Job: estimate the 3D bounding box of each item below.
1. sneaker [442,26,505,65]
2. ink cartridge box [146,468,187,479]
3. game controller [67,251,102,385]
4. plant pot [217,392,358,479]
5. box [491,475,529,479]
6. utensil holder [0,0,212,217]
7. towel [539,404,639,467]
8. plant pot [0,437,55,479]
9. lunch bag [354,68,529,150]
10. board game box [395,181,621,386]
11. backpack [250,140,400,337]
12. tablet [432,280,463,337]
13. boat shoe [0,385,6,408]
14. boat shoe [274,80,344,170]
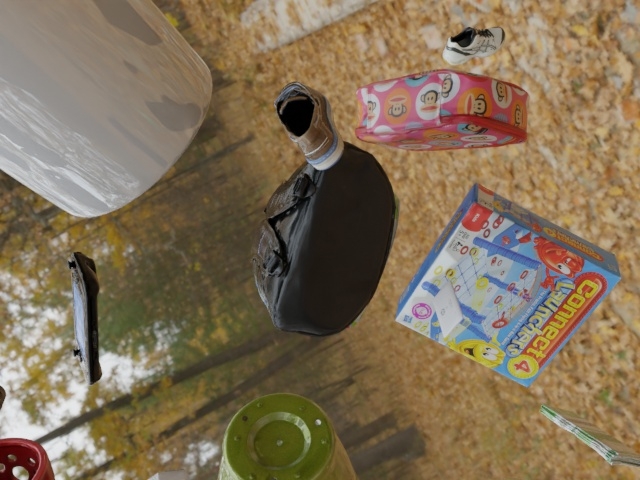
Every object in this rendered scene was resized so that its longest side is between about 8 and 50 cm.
[{"bbox_3d":[0.179,-0.228,0.825,0.032,0.083,0.037,54,162,28],"label":"sneaker"},{"bbox_3d":[-0.268,0.447,1.227,0.122,0.052,0.088,-43,52,46],"label":"ink cartridge box"},{"bbox_3d":[-0.560,0.188,1.719,0.166,0.067,0.319,-123,34,-53],"label":"game controller"},{"bbox_3d":[-0.082,0.534,1.628,0.353,0.366,0.366,86,158,-46],"label":"plant pot"},{"bbox_3d":[0.219,0.302,0.796,0.063,0.067,0.324,14,170,24],"label":"box"},{"bbox_3d":[-0.380,-0.256,0.946,0.385,0.327,0.327,46,-173,-43],"label":"utensil holder"},{"bbox_3d":[0.448,0.324,1.195,0.113,0.023,0.152,22,-173,-39],"label":"towel"},{"bbox_3d":[-0.510,0.440,1.155,0.191,0.191,0.174,-129,27,-60],"label":"plant pot"},{"bbox_3d":[0.237,-0.235,1.367,0.293,0.258,0.120,2,90,45],"label":"lunch bag"},{"bbox_3d":[0.349,0.093,1.389,0.302,0.308,0.086,27,-149,-2],"label":"board game box"},{"bbox_3d":[0.000,0.000,1.190,0.273,0.290,0.355,18,177,-24],"label":"backpack"},{"bbox_3d":[0.205,0.111,1.169,0.054,0.006,0.083,-57,27,34],"label":"tablet"},{"bbox_3d":[-0.917,0.464,1.810,0.132,0.355,0.130,62,-159,-7],"label":"boat shoe"},{"bbox_3d":[-0.022,-0.167,0.939,0.066,0.066,0.183,43,-168,-39],"label":"boat shoe"}]
